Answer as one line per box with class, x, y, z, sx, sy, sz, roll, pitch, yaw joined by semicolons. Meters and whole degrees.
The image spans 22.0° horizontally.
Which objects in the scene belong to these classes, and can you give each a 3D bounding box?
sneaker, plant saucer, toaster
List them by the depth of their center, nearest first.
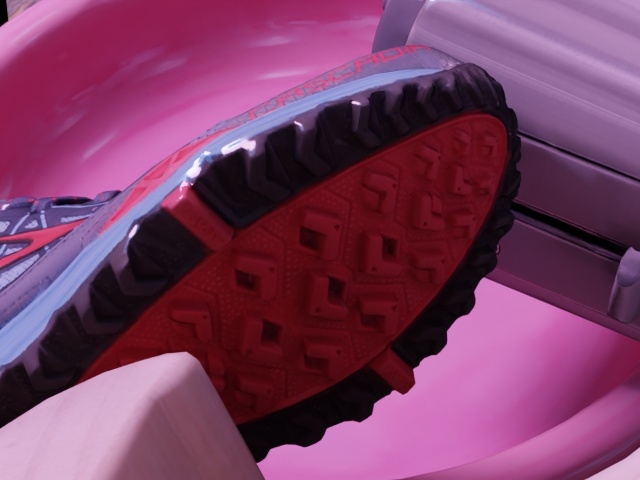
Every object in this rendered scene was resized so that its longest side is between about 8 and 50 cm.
sneaker;-0.068;0.012;0.483;0.262;0.104;0.125;-33;42;4
toaster;0.130;-0.062;0.556;0.146;0.129;0.227;30;53;23
plant saucer;0.000;0.000;0.647;0.332;0.084;0.332;-2;44;2

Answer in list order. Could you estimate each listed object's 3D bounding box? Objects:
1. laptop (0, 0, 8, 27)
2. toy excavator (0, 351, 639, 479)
laptop;-0.441;-0.123;1.382;0.236;0.408;0.382;10;38;9
toy excavator;0.160;0.005;0.329;0.433;0.222;0.445;6;39;49
